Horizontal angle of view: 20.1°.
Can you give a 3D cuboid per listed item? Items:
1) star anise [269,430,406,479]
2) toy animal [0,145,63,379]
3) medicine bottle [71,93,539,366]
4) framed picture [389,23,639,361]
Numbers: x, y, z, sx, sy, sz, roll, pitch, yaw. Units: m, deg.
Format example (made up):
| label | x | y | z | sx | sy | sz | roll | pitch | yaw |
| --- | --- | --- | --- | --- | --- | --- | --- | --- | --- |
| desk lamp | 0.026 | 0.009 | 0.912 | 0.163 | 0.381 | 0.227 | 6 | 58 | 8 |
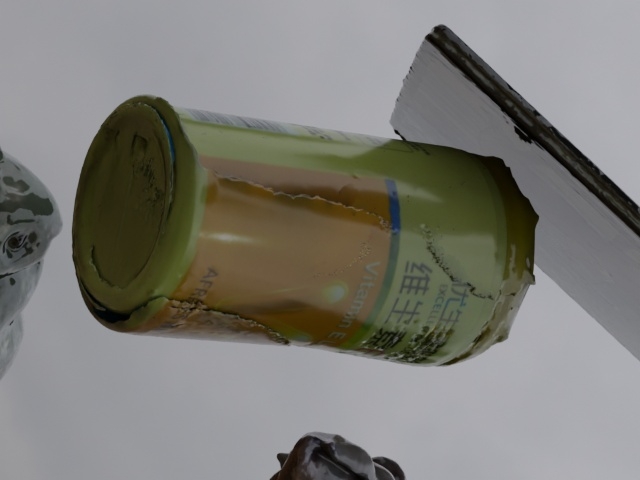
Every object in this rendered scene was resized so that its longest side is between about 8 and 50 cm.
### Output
| label | x | y | z | sx | sy | sz | roll | pitch | yaw |
| --- | --- | --- | --- | --- | --- | --- | --- | --- | --- |
| star anise | 0.047 | 0.183 | 0.997 | 0.236 | 0.093 | 0.229 | 46 | 3 | -27 |
| toy animal | -0.214 | 0.008 | 1.105 | 0.236 | 0.108 | 0.138 | 126 | -20 | -48 |
| medicine bottle | 0.000 | 0.000 | 0.927 | 0.124 | 0.239 | 0.124 | -20 | -114 | 55 |
| framed picture | 0.147 | -0.007 | 1.069 | 0.265 | 0.016 | 0.347 | 43 | -3 | 1 |
